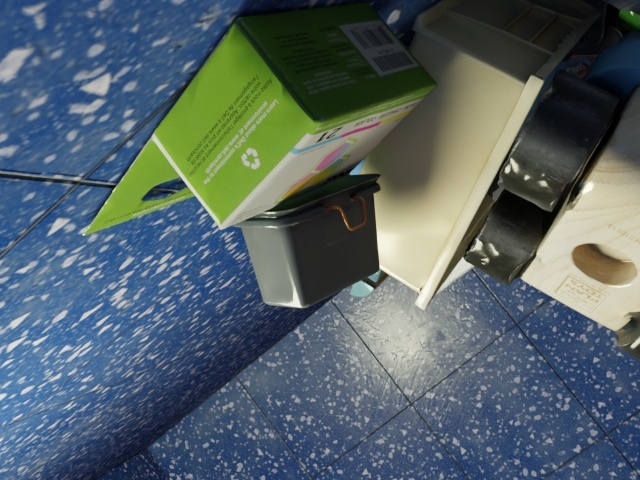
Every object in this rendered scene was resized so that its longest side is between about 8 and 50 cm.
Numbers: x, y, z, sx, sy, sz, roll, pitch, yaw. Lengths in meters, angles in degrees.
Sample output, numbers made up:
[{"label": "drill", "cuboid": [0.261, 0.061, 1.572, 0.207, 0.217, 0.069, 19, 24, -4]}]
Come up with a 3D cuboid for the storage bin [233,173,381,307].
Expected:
[{"label": "storage bin", "cuboid": [0.000, 0.000, 0.711, 0.098, 0.091, 0.135, 1, -162, 44]}]

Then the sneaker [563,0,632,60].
[{"label": "sneaker", "cuboid": [0.267, -0.239, 0.935, 0.350, 0.148, 0.131, -43, 171, 33]}]

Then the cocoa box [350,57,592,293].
[{"label": "cocoa box", "cuboid": [0.244, -0.123, 1.194, 0.347, 0.228, 0.231, -36, 172, -19]}]

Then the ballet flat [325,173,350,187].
[{"label": "ballet flat", "cuboid": [-0.035, -0.037, 0.930, 0.123, 0.123, 0.348, -37, 170, -11]}]

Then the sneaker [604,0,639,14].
[{"label": "sneaker", "cuboid": [0.317, -0.214, 0.609, 0.366, 0.210, 0.137, -72, -174, -77]}]

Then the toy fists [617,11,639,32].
[{"label": "toy fists", "cuboid": [0.482, -0.365, 1.231, 0.096, 0.142, 0.279, -60, 164, 23]}]

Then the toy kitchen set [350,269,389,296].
[{"label": "toy kitchen set", "cuboid": [0.047, -0.005, 1.430, 0.122, 0.166, 0.207, -37, 152, -50]}]

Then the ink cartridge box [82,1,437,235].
[{"label": "ink cartridge box", "cuboid": [-0.052, -0.068, 0.671, 0.255, 0.097, 0.189, -44, 171, 36]}]

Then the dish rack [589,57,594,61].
[{"label": "dish rack", "cuboid": [0.434, -0.287, 1.246, 0.074, 0.208, 0.271, -54, 166, 21]}]

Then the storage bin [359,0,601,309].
[{"label": "storage bin", "cuboid": [0.150, -0.115, 0.827, 0.260, 0.123, 0.262, -43, 159, -50]}]

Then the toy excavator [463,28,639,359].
[{"label": "toy excavator", "cuboid": [0.342, -0.097, 0.835, 0.445, 0.222, 0.433, -55, 167, -24]}]
